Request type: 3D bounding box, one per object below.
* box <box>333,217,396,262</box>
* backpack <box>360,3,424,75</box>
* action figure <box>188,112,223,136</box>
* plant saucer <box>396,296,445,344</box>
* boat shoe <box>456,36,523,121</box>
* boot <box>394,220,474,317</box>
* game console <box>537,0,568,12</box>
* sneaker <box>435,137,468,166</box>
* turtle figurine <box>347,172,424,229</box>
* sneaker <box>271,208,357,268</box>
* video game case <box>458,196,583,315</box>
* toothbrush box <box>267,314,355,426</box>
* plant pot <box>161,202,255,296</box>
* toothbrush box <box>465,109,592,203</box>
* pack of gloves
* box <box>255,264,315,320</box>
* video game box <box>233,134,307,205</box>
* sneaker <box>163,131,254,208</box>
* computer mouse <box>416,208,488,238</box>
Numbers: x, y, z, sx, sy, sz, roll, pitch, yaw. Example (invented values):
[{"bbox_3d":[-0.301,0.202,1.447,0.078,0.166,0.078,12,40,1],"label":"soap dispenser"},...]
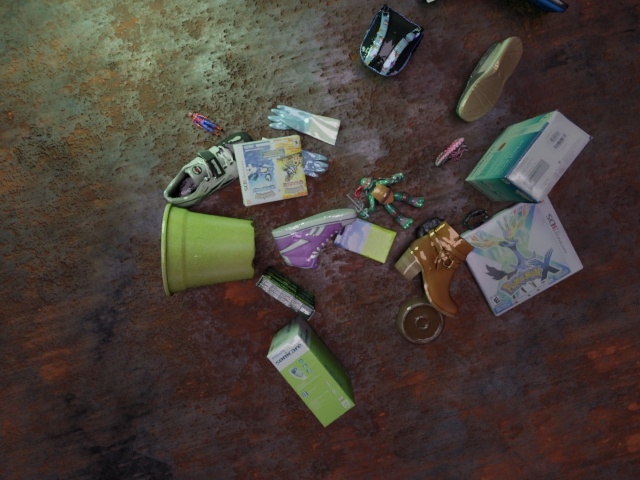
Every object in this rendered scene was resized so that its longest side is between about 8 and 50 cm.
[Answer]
[{"bbox_3d":[0.143,-0.008,1.337,0.178,0.042,0.109,20,95,-2],"label":"box"},{"bbox_3d":[0.202,-0.579,1.233,0.158,0.117,0.174,29,95,-4],"label":"backpack"},{"bbox_3d":[-0.367,-0.371,1.297,0.115,0.030,0.038,30,101,-2],"label":"action figure"},{"bbox_3d":[0.340,0.275,1.380,0.168,0.029,0.169,0,97,-1],"label":"plant saucer"},{"bbox_3d":[0.504,-0.491,1.260,0.102,0.092,0.285,31,93,-29],"label":"boat shoe"},{"bbox_3d":[0.401,0.093,1.306,0.220,0.109,0.283,-44,96,11],"label":"boot"},{"bbox_3d":[0.609,-0.815,1.189,0.292,0.250,0.174,26,122,-3],"label":"game console"},{"bbox_3d":[0.423,-0.272,1.312,0.119,0.047,0.057,-43,107,5],"label":"sneaker"},{"bbox_3d":[0.203,-0.140,1.286,0.234,0.118,0.175,28,111,-19],"label":"turtle figurine"},{"bbox_3d":[0.000,0.000,1.305,0.281,0.102,0.161,-17,100,19],"label":"sneaker"},{"bbox_3d":[0.651,0.043,1.352,0.328,0.036,0.300,-30,96,3],"label":"video game case"},{"bbox_3d":[-0.026,0.401,1.302,0.122,0.206,0.283,-36,97,4],"label":"toothbrush box"},{"bbox_3d":[-0.328,0.028,1.245,0.253,0.276,0.277,0,97,-12],"label":"plant pot"},{"bbox_3d":[0.581,-0.229,1.189,0.126,0.295,0.216,36,96,-3],"label":"toothbrush box"},{"bbox_3d":[-0.070,-0.315,1.298,0.231,0.046,0.195,14,96,-2],"label":"pack of gloves"},{"bbox_3d":[-0.103,0.159,1.283,0.190,0.184,0.045,35,96,-5],"label":"box"},{"bbox_3d":[-0.152,-0.216,1.270,0.204,0.048,0.187,-12,112,-12],"label":"video game box"},{"bbox_3d":[-0.339,-0.212,1.259,0.330,0.146,0.122,-41,94,3],"label":"sneaker"},{"bbox_3d":[0.427,-0.050,1.336,0.241,0.041,0.071,-15,83,1],"label":"computer mouse"}]
